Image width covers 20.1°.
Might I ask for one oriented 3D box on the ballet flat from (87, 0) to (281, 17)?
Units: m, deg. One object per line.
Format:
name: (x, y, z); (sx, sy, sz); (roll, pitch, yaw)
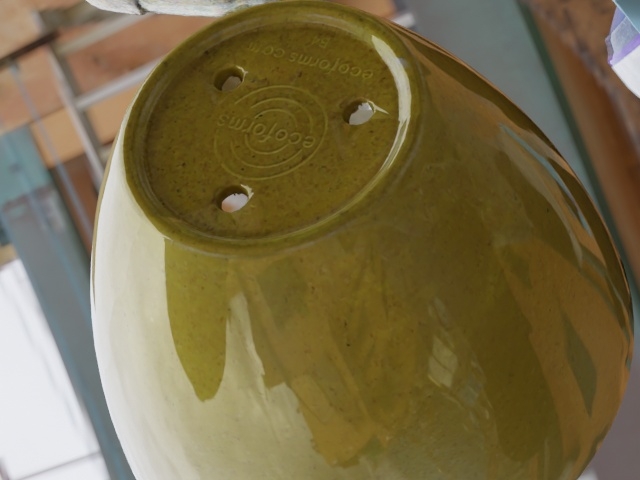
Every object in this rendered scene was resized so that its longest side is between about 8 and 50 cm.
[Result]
ballet flat: (-0.006, -0.235, 0.757); (0.123, 0.123, 0.349); (43, -125, -39)

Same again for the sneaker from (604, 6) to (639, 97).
sneaker: (0.171, -0.257, 0.873); (0.236, 0.323, 0.130); (36, -171, 2)

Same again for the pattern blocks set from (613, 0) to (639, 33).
pattern blocks set: (0.293, -0.049, 0.836); (0.325, 0.285, 0.026); (56, -165, -25)

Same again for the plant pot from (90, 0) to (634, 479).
plant pot: (0.000, 0.000, 0.418); (0.095, 0.134, 0.134); (66, -160, -53)
